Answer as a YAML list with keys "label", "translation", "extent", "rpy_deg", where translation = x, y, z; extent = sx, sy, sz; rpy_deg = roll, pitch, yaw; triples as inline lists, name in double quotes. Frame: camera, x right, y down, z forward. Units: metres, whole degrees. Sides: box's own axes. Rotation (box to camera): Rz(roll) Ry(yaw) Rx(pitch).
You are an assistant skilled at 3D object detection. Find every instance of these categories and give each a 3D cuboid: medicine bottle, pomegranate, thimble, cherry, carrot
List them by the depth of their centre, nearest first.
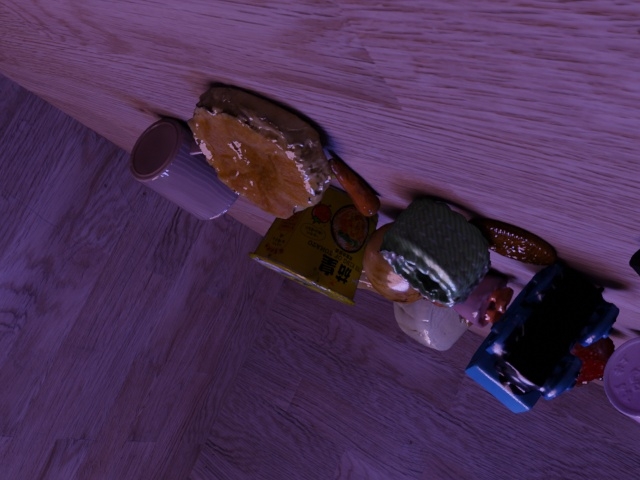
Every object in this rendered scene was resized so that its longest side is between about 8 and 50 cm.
- label: "thimble"
  translation: [0.238, 0.027, 1.150]
  extent: [0.219, 0.150, 0.219]
  rpy_deg: [39, 171, 8]
- label: "carrot"
  translation: [0.065, -0.125, 1.215]
  extent: [0.057, 0.057, 0.224]
  rpy_deg: [21, 168, 36]
- label: "pomegranate"
  translation: [0.208, 0.042, 1.370]
  extent: [0.215, 0.216, 0.215]
  rpy_deg: [25, 173, 3]
- label: "medicine bottle"
  translation: [0.899, 0.391, 1.373]
  extent: [0.325, 0.212, 0.212]
  rpy_deg: [28, 173, -20]
- label: "cherry"
  translation: [0.706, 0.300, 1.553]
  extent: [0.249, 0.175, 0.192]
  rpy_deg: [38, 162, -6]

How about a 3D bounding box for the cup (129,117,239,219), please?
- label: "cup"
  translation: [-0.363, -0.193, 1.586]
  extent: [0.288, 0.208, 0.273]
  rpy_deg: [22, 171, 38]

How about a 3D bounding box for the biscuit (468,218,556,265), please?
- label: "biscuit"
  translation: [0.384, 0.007, 1.126]
  extent: [0.187, 0.027, 0.188]
  rpy_deg: [25, 173, 3]

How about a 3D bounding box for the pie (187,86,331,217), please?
- label: "pie"
  translation: [-0.126, -0.170, 1.126]
  extent: [0.339, 0.083, 0.340]
  rpy_deg: [26, 153, 14]

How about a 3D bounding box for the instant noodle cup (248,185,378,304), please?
- label: "instant noodle cup"
  translation: [0.000, 0.000, 1.510]
  extent: [0.325, 0.254, 0.325]
  rpy_deg: [26, 173, 4]

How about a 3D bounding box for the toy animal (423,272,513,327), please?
- label: "toy animal"
  translation: [0.396, 0.135, 1.547]
  extent: [0.281, 0.196, 0.169]
  rpy_deg: [18, -150, 27]

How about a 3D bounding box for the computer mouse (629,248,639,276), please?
- label: "computer mouse"
  translation: [0.535, 0.056, 0.756]
  extent: [0.121, 0.074, 0.217]
  rpy_deg: [27, 174, -14]

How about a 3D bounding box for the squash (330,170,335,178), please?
- label: "squash"
  translation: [-0.060, -0.157, 1.266]
  extent: [0.184, 0.085, 0.192]
  rpy_deg: [25, 175, 16]

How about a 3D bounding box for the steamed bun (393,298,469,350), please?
- label: "steamed bun"
  translation: [0.388, 0.224, 1.992]
  extent: [0.272, 0.274, 0.290]
  rpy_deg: [45, 163, -18]

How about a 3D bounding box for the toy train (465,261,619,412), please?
- label: "toy train"
  translation: [0.466, 0.199, 1.174]
  extent: [0.188, 0.300, 0.265]
  rpy_deg: [39, 163, 13]

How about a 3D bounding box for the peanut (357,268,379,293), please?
- label: "peanut"
  translation: [0.195, 0.129, 2.197]
  extent: [0.339, 0.158, 0.174]
  rpy_deg: [19, 150, 22]
